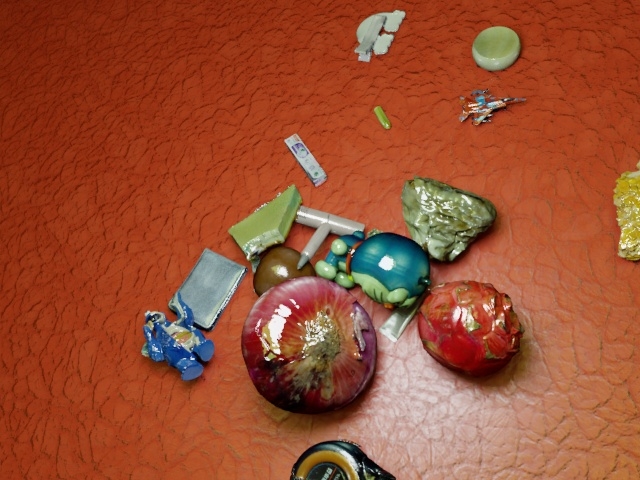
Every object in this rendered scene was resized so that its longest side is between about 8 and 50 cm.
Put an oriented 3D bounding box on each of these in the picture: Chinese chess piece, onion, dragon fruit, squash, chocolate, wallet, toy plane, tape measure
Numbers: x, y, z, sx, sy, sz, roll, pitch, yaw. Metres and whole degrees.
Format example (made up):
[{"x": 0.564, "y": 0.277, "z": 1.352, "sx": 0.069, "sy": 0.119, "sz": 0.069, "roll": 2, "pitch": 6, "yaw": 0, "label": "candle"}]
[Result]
[{"x": 0.536, "y": -0.584, "z": 1.867, "sx": 0.144, "sy": 0.058, "sz": 0.144, "roll": -6, "pitch": 63, "yaw": 12, "label": "Chinese chess piece"}, {"x": -0.038, "y": 0.265, "z": 1.539, "sx": 0.348, "sy": 0.285, "sz": 0.347, "roll": 4, "pitch": 79, "yaw": -20, "label": "onion"}, {"x": 0.351, "y": 0.204, "z": 1.448, "sx": 0.252, "sy": 0.241, "sz": 0.240, "roll": 15, "pitch": 70, "yaw": 23, "label": "dragon fruit"}, {"x": 0.193, "y": -0.375, "z": 1.885, "sx": 0.028, "sy": 0.027, "sz": 0.083, "roll": -25, "pitch": 61, "yaw": 4, "label": "squash"}, {"x": -0.092, "y": 0.105, "z": 1.668, "sx": 0.177, "sy": 0.176, "sz": 0.176, "roll": -6, "pitch": 64, "yaw": 13, "label": "chocolate"}, {"x": -0.330, "y": 0.143, "z": 1.789, "sx": 0.167, "sy": 0.036, "sz": 0.222, "roll": 22, "pitch": 72, "yaw": 25, "label": "wallet"}, {"x": 0.499, "y": -0.393, "z": 1.786, "sx": 0.189, "sy": 0.061, "sz": 0.130, "roll": -1, "pitch": 64, "yaw": 11, "label": "toy plane"}, {"x": 0.040, "y": 0.572, "z": 1.423, "sx": 0.223, "sy": 0.135, "sz": 0.202, "roll": 25, "pitch": 85, "yaw": 27, "label": "tape measure"}]

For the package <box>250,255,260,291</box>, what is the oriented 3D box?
[{"x": -0.184, "y": 0.096, "z": 1.778, "sx": 0.037, "sy": 0.015, "sz": 0.110, "roll": -14, "pitch": 64, "yaw": 4, "label": "package"}]

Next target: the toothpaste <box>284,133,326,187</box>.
[{"x": -0.045, "y": -0.248, "z": 1.887, "sx": 0.047, "sy": 0.040, "sz": 0.196, "roll": -32, "pitch": 61, "yaw": -5, "label": "toothpaste"}]

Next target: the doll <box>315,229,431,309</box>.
[{"x": 0.145, "y": 0.065, "z": 1.558, "sx": 0.322, "sy": 0.198, "sz": 0.186, "roll": 19, "pitch": 84, "yaw": 37, "label": "doll"}]

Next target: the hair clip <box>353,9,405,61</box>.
[{"x": 0.180, "y": -0.686, "z": 2.026, "sx": 0.140, "sy": 0.054, "sz": 0.220, "roll": 15, "pitch": 68, "yaw": 27, "label": "hair clip"}]

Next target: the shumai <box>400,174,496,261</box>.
[{"x": 0.324, "y": -0.049, "z": 1.631, "sx": 0.256, "sy": 0.189, "sz": 0.218, "roll": 19, "pitch": 92, "yaw": 14, "label": "shumai"}]

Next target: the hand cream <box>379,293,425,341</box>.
[{"x": 0.222, "y": 0.187, "z": 1.612, "sx": 0.057, "sy": 0.037, "sz": 0.165, "roll": 34, "pitch": 86, "yaw": 27, "label": "hand cream"}]

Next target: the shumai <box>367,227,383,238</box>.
[{"x": 0.164, "y": 0.009, "z": 1.700, "sx": 0.082, "sy": 0.083, "sz": 0.080, "roll": 15, "pitch": 35, "yaw": -6, "label": "shumai"}]

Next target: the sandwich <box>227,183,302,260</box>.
[{"x": -0.131, "y": -0.048, "z": 1.748, "sx": 0.245, "sy": 0.063, "sz": 0.212, "roll": -37, "pitch": 27, "yaw": -6, "label": "sandwich"}]

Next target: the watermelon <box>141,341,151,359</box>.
[{"x": -0.478, "y": 0.318, "z": 1.738, "sx": 0.085, "sy": 0.085, "sz": 0.061, "roll": 43, "pitch": 117, "yaw": 28, "label": "watermelon"}]

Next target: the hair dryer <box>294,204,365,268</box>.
[{"x": 0.011, "y": 0.005, "z": 1.666, "sx": 0.195, "sy": 0.053, "sz": 0.220, "roll": 15, "pitch": 42, "yaw": 0, "label": "hair dryer"}]

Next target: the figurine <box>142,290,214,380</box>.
[{"x": -0.398, "y": 0.276, "z": 1.699, "sx": 0.164, "sy": 0.120, "sz": 0.262, "roll": -37, "pitch": 54, "yaw": -8, "label": "figurine"}]

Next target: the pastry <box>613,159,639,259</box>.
[{"x": 0.810, "y": -0.073, "z": 1.515, "sx": 0.154, "sy": 0.102, "sz": 0.249, "roll": -2, "pitch": 67, "yaw": 28, "label": "pastry"}]
